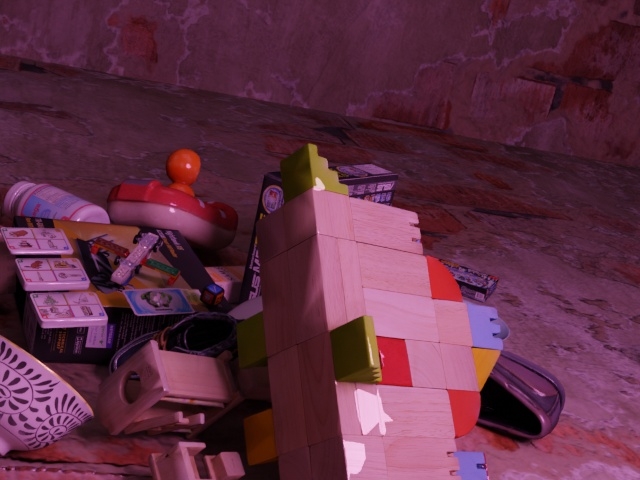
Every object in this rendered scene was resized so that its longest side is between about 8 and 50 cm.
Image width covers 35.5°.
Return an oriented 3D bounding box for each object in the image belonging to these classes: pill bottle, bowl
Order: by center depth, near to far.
[{"bbox_3d":[-0.310,0.152,0.954,0.170,0.170,0.080,21,62,25],"label":"bowl"},{"bbox_3d":[-0.407,-0.036,1.532,0.160,0.087,0.087,22,19,28],"label":"pill bottle"}]

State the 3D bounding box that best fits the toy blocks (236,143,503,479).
[{"bbox_3d":[0.077,0.117,1.018,0.260,0.382,0.190,11,-27,-39],"label":"toy blocks"}]

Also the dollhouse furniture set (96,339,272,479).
[{"bbox_3d":[-0.116,0.206,1.028,0.181,0.101,0.161,16,43,-47],"label":"dollhouse furniture set"}]

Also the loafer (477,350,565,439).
[{"bbox_3d":[0.163,0.168,1.277,0.302,0.109,0.095,20,22,12],"label":"loafer"}]

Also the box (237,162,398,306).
[{"bbox_3d":[0.000,0.000,1.499,0.060,0.216,0.270,25,21,32],"label":"box"}]

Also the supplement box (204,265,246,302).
[{"bbox_3d":[-0.134,0.065,1.496,0.098,0.036,0.062,-1,21,-39],"label":"supplement box"}]

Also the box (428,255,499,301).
[{"bbox_3d":[0.243,0.067,1.791,0.137,0.027,0.094,18,16,18],"label":"box"}]

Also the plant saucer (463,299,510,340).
[{"bbox_3d":[0.191,0.130,1.530,0.194,0.038,0.195,12,16,-3],"label":"plant saucer"}]

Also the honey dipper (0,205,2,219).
[{"bbox_3d":[-0.579,-0.050,1.551,0.160,0.031,0.030,8,17,-9],"label":"honey dipper"}]

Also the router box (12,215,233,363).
[{"bbox_3d":[-0.273,0.062,1.322,0.242,0.081,0.309,5,18,-25],"label":"router box"}]

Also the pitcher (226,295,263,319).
[{"bbox_3d":[-0.010,0.117,1.181,0.207,0.126,0.178,-11,-2,-17],"label":"pitcher"}]

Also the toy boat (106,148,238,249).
[{"bbox_3d":[-0.224,-0.072,1.592,0.151,0.151,0.231,5,-12,29],"label":"toy boat"}]

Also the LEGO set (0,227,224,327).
[{"bbox_3d":[-0.244,0.052,1.198,0.244,0.060,0.182,-1,35,-35],"label":"LEGO set"}]

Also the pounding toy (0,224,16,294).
[{"bbox_3d":[-0.517,0.023,1.266,0.181,0.094,0.206,-10,18,-42],"label":"pounding toy"}]

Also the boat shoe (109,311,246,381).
[{"bbox_3d":[-0.163,0.117,1.109,0.183,0.065,0.083,-16,-20,11],"label":"boat shoe"}]
